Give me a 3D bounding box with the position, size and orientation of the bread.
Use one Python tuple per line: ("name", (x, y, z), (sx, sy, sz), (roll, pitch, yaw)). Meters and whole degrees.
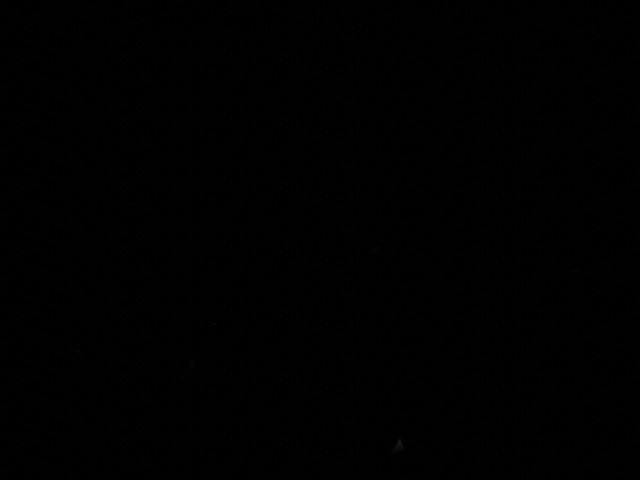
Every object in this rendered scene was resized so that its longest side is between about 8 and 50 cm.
("bread", (0.000, 0.000, 0.181), (0.371, 0.279, 0.390), (8, -144, 40))
